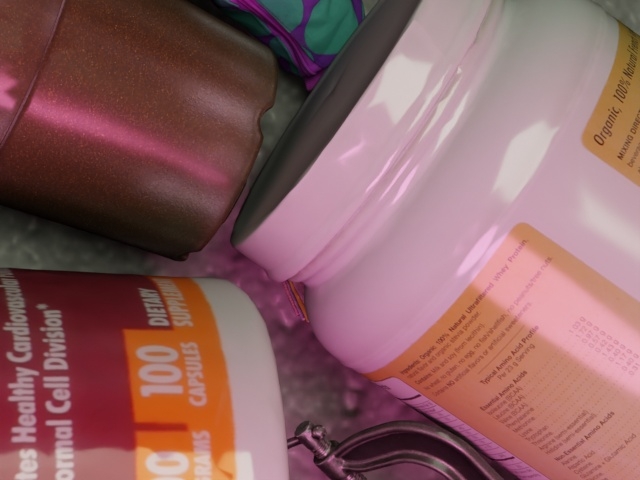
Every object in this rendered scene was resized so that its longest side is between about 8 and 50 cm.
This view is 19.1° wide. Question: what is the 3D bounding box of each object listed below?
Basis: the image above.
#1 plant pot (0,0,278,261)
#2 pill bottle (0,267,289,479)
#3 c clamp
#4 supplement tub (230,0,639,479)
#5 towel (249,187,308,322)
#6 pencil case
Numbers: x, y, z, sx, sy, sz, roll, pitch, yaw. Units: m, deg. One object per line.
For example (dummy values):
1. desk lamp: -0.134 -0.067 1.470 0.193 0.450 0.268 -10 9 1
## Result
1. plant pot: -0.122 -0.076 0.989 0.165 0.167 0.167 23 70 -20
2. pill bottle: -0.228 0.119 0.858 0.392 0.224 0.224 2 75 -18
3. c clamp: 0.052 0.143 1.014 0.160 0.137 0.022 42 47 -17
4. supplement tub: 0.134 0.011 0.995 0.316 0.228 0.228 35 68 -9
5. towel: 0.000 0.000 1.079 0.060 0.009 0.083 -19 82 -21
6. pencil case: -0.037 -0.144 1.035 0.151 0.064 0.070 33 48 -51
